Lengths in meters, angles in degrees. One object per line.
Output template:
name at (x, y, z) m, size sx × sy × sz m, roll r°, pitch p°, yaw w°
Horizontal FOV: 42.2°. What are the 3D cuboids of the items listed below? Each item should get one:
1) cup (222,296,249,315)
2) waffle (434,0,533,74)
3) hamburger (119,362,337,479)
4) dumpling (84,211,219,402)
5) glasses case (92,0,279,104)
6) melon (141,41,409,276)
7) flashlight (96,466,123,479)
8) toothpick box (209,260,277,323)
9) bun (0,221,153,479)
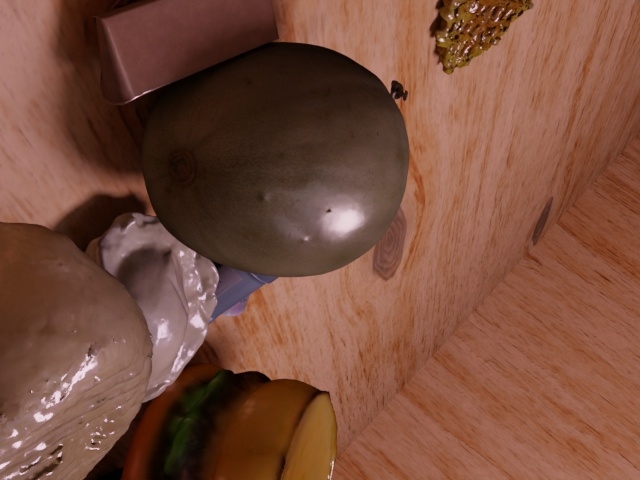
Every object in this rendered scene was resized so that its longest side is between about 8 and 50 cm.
cup at (-0.133, 0.049, 1.170) m, size 0.104 × 0.074 × 0.116 m, roll -20°, pitch 140°, yaw -56°
waffle at (0.268, -0.380, 1.287) m, size 0.254 × 0.052 × 0.245 m, roll -44°, pitch 160°, yaw -11°
hamburger at (-0.155, 0.387, 1.304) m, size 0.396 × 0.278 × 0.395 m, roll 7°, pitch 90°, yaw -74°
dumpling at (-0.205, 0.084, 0.965) m, size 0.193 × 0.147 × 0.257 m, roll -7°, pitch 117°, yaw -44°
glasses case at (-0.136, -0.210, 0.769) m, size 0.194 × 0.070 × 0.102 m, roll -33°, pitch 125°, yaw -33°
melon at (-0.042, -0.085, 0.886) m, size 0.308 × 0.271 × 0.271 m, roll 17°, pitch 114°, yaw -35°
flashlight at (-0.421, 0.450, 1.237) m, size 0.424 × 0.103 × 0.103 m, roll -17°, pitch 141°, yaw -57°
toothpick box at (-0.124, 0.035, 1.067) m, size 0.153 × 0.101 × 0.101 m, roll -34°, pitch 162°, yaw 14°
bun at (-0.312, 0.151, 0.730) m, size 0.326 × 0.235 × 0.362 m, roll -51°, pitch 171°, yaw -42°
